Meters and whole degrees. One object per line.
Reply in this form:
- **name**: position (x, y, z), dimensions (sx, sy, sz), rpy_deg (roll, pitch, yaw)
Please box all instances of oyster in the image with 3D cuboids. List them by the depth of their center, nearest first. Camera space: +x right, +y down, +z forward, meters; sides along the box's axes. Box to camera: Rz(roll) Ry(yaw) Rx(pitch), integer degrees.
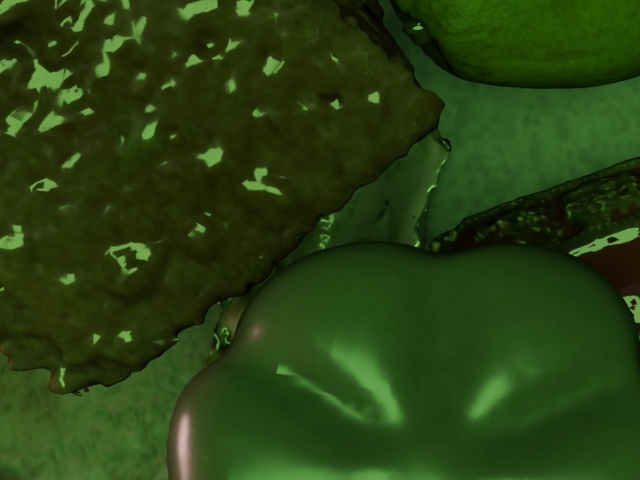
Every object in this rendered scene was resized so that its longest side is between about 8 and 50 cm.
- **oyster**: position (0.009, -0.003, 1.109), dimensions (0.133, 0.072, 0.209), rpy_deg (9, 76, 13)

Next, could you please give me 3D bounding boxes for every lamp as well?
- **lamp**: position (0.189, 0.040, 1.033), dimensions (0.274, 0.177, 0.177), rpy_deg (-19, 92, 8)

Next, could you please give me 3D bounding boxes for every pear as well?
- **pear**: position (0.154, -0.196, 0.997), dimensions (0.269, 0.212, 0.212), rpy_deg (-41, 89, -8)

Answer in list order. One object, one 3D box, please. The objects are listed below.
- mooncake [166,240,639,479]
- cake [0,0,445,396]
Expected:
- **mooncake**: position (0.055, 0.121, 0.868), dimensions (0.275, 0.135, 0.275), rpy_deg (0, 74, -2)
- **cake**: position (-0.116, -0.105, 0.975), dimensions (0.282, 0.290, 0.256), rpy_deg (-40, 111, 12)
